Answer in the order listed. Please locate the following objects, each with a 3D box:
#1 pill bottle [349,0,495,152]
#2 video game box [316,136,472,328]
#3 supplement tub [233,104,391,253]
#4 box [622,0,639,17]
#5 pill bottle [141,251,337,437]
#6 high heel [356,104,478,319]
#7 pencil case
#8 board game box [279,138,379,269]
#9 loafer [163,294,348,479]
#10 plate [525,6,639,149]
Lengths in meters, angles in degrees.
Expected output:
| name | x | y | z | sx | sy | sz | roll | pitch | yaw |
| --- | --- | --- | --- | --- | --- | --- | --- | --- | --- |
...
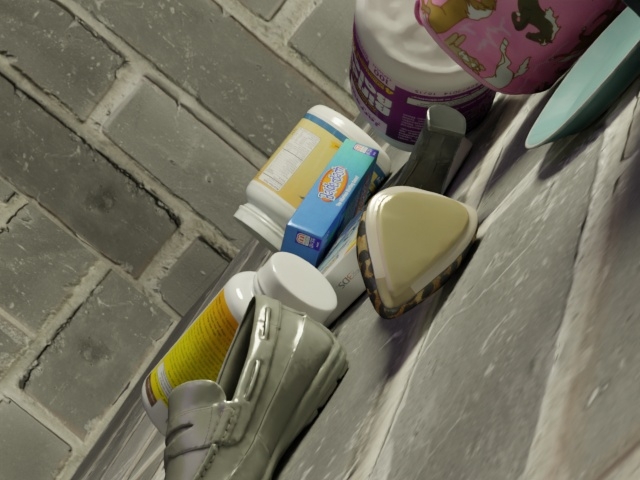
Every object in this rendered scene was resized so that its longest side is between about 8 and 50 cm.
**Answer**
| name | x | y | z | sx | sy | sz | roll | pitch | yaw |
| --- | --- | --- | --- | --- | --- | --- | --- | --- | --- |
| pill bottle | 0.116 | -0.198 | 1.896 | 0.169 | 0.169 | 0.301 | -52 | -9 | -13 |
| video game box | 0.061 | -0.009 | 1.837 | 0.205 | 0.048 | 0.187 | -47 | 8 | 39 |
| supplement tub | -0.012 | -0.072 | 2.415 | 0.199 | 0.144 | 0.144 | -51 | 5 | -5 |
| box | 0.275 | -0.400 | 1.194 | 0.395 | 0.293 | 0.212 | -39 | 12 | 49 |
| pill bottle | -0.080 | 0.114 | 1.777 | 0.215 | 0.117 | 0.117 | -49 | 5 | 24 |
| high heel | 0.065 | 0.027 | 1.469 | 0.261 | 0.093 | 0.186 | -70 | 0 | -50 |
| pencil case | 0.244 | -0.297 | 1.538 | 0.160 | 0.167 | 0.386 | -8 | -34 | -48 |
| board game box | 0.000 | 0.000 | 2.010 | 0.210 | 0.047 | 0.160 | -56 | -16 | -54 |
| loafer | -0.089 | 0.170 | 1.456 | 0.112 | 0.111 | 0.319 | -46 | 7 | 44 |
| plate | 0.231 | -0.139 | 1.373 | 0.188 | 0.024 | 0.188 | -51 | 4 | 5 |
